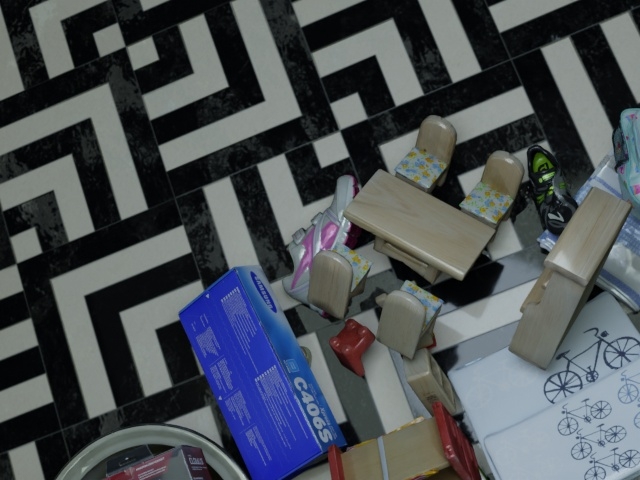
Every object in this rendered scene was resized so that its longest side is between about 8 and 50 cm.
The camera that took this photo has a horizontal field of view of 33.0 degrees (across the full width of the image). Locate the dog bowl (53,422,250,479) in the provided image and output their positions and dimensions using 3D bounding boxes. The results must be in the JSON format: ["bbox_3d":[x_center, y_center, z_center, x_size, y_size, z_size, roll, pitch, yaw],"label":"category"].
[{"bbox_3d":[-0.264,0.514,1.801,0.408,0.150,0.408,-3,77,11],"label":"dog bowl"}]

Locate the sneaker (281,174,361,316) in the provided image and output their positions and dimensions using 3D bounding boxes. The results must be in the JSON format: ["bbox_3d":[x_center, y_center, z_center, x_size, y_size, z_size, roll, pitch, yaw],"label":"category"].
[{"bbox_3d":[0.000,0.000,1.887,0.111,0.103,0.252,15,80,14],"label":"sneaker"}]

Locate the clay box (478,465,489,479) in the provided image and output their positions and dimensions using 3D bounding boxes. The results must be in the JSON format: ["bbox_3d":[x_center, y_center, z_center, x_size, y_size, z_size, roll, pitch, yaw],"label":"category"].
[{"bbox_3d":[0.158,0.418,1.780,0.222,0.053,0.127,-36,70,4],"label":"clay box"}]

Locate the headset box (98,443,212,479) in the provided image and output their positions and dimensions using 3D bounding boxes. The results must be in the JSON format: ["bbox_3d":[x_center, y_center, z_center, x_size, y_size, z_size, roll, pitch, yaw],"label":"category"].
[{"bbox_3d":[-0.258,0.466,1.674,0.218,0.110,0.293,-24,74,6],"label":"headset box"}]

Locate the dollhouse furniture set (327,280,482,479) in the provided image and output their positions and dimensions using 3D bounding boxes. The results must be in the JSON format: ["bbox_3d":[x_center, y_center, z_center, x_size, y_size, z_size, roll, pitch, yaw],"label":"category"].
[{"bbox_3d":[0.122,0.275,1.756,0.201,0.152,0.374,-24,41,14],"label":"dollhouse furniture set"}]

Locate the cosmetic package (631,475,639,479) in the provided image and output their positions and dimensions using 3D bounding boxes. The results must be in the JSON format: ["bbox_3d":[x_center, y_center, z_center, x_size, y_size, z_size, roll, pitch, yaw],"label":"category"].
[{"bbox_3d":[0.430,0.494,1.592,0.284,0.097,0.377,-2,65,44],"label":"cosmetic package"}]

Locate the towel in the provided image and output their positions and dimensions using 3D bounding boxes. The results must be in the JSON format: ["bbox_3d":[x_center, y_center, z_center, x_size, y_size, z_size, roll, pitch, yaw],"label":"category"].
[{"bbox_3d":[0.532,-0.045,1.818,0.209,0.034,0.285,38,87,17],"label":"towel"}]

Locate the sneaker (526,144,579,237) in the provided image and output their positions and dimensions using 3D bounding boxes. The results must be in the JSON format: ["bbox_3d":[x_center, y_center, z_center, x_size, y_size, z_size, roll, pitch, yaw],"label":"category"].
[{"bbox_3d":[0.385,-0.083,1.814,0.067,0.078,0.188,-28,54,19],"label":"sneaker"}]

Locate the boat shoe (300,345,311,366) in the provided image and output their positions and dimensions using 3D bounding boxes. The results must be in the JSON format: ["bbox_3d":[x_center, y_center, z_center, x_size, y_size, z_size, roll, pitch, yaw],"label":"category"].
[{"bbox_3d":[-0.041,0.249,1.867,0.050,0.045,0.135,-4,76,12],"label":"boat shoe"}]

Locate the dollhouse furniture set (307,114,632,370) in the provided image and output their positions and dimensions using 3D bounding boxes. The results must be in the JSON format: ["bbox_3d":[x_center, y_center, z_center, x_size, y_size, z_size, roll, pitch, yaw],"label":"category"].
[{"bbox_3d":[0.237,-0.010,1.685,0.394,0.256,0.362,29,54,15],"label":"dollhouse furniture set"}]

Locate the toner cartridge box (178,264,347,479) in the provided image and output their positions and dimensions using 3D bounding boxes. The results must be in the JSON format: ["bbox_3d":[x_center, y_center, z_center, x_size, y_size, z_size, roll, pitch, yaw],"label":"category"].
[{"bbox_3d":[-0.103,0.231,1.836,0.165,0.075,0.348,-37,70,31],"label":"toner cartridge box"}]

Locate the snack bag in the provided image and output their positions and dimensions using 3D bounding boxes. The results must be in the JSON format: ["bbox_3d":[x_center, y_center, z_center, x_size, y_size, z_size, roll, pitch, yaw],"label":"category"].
[{"bbox_3d":[0.388,0.247,1.679,0.323,0.037,0.342,-29,40,8],"label":"snack bag"}]

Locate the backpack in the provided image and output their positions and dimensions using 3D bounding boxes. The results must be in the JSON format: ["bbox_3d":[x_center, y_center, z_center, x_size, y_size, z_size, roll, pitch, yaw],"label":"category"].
[{"bbox_3d":[0.564,-0.123,1.743,0.166,0.144,0.188,-1,80,3],"label":"backpack"}]
